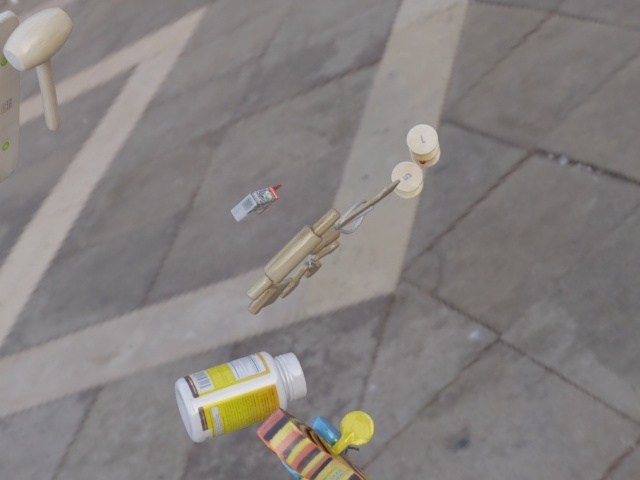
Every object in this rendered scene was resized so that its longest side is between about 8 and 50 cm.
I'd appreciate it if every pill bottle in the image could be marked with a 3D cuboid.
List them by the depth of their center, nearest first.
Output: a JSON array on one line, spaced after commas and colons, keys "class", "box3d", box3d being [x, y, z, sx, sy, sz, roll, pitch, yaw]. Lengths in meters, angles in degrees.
[{"class": "pill bottle", "box3d": [-0.137, 0.266, 2.079, 0.214, 0.117, 0.117, -16, 22, -16]}]

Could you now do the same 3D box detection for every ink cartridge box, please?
[{"class": "ink cartridge box", "box3d": [-0.116, -0.074, 2.311, 0.063, 0.029, 0.115, -39, -10, 33]}]

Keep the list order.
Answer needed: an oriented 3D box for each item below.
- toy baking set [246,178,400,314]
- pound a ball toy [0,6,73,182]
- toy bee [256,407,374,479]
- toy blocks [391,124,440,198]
[{"class": "toy baking set", "box3d": [-0.003, 0.001, 1.607, 0.256, 0.030, 0.197, -46, -9, 16]}, {"class": "pound a ball toy", "box3d": [-0.402, -0.159, 1.345, 0.136, 0.208, 0.319, -45, -16, -36]}, {"class": "toy bee", "box3d": [0.028, 0.355, 1.883, 0.162, 0.298, 0.195, 43, 112, 32]}, {"class": "toy blocks", "box3d": [0.167, -0.125, 2.058, 0.148, 0.054, 0.123, 51, -119, -78]}]
